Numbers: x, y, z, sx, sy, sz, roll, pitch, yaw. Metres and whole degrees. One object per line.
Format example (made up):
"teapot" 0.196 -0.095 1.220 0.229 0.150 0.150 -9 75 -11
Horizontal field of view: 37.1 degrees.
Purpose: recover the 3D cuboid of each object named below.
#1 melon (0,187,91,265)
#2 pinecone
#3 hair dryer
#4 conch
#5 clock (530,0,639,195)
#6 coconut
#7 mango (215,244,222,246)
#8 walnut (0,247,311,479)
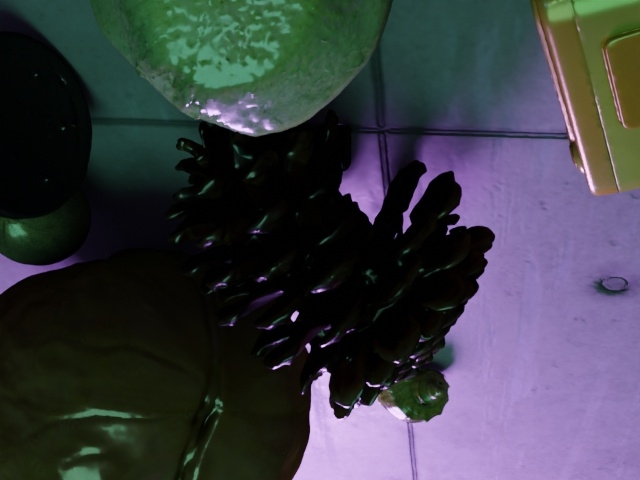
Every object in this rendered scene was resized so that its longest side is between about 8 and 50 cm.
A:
"melon" -0.280 -0.023 0.941 0.098 0.098 0.131 -1 178 15
"pinecone" 0.001 -0.002 0.813 0.292 0.246 0.246 41 136 -15
"hair dryer" -0.367 -0.008 0.853 0.320 0.284 0.156 -12 165 30
"conch" 0.107 0.183 1.182 0.121 0.074 0.089 -11 110 53
"clock" 0.198 -0.138 0.632 0.096 0.143 0.202 -9 140 21
"coconut" -0.050 -0.182 0.592 0.236 0.236 0.204 26 108 -20
"mango" -0.074 -0.010 0.950 0.114 0.060 0.080 24 140 -12
"walnut" -0.198 0.161 1.001 0.354 0.307 0.398 23 159 -34
